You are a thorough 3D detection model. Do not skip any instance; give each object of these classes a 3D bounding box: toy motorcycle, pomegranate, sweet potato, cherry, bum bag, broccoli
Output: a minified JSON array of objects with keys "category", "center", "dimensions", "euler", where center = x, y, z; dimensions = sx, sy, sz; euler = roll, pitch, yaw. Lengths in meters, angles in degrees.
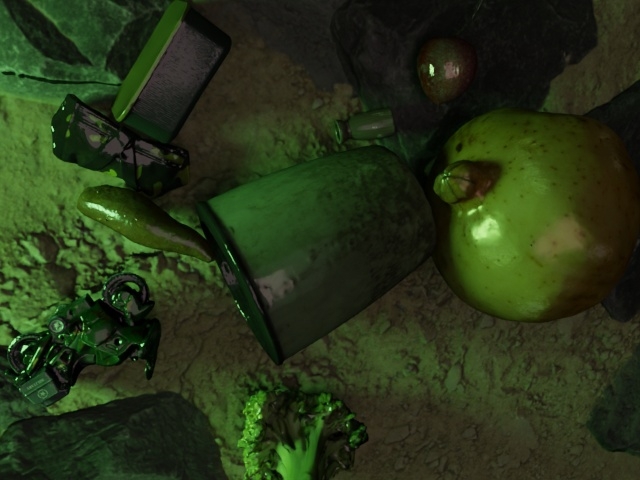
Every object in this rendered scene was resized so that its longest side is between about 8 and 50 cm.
[{"category":"toy motorcycle","center":[-0.384,0.187,1.200],"dimensions":[0.275,0.125,0.187],"euler":[-31,105,-3]},{"category":"pomegranate","center":[0.333,-0.051,1.198],"dimensions":[0.410,0.410,0.410],"euler":[-6,110,-16]},{"category":"sweet potato","center":[-0.277,-0.031,1.134],"dimensions":[0.244,0.077,0.077],"euler":[22,102,9]},{"category":"cherry","center":[0.226,-0.347,1.227],"dimensions":[0.107,0.090,0.225],"euler":[9,96,-4]},{"category":"bum bag","center":[-0.317,-0.141,1.135],"dimensions":[0.233,0.060,0.106],"euler":[27,108,-22]},{"category":"broccoli","center":[-0.031,0.392,1.311],"dimensions":[0.247,0.243,0.262],"euler":[-17,108,3]}]

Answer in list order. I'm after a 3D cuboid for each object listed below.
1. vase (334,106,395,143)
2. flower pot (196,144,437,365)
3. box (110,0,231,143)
[{"category":"vase","center":[0.077,-0.200,1.245],"dimensions":[0.101,0.053,0.053],"euler":[-13,112,-9]},{"category":"flower pot","center":[0.000,0.000,1.167],"dimensions":[0.330,0.293,0.293],"euler":[-28,115,-11]},{"category":"box","center":[-0.227,-0.254,1.079],"dimensions":[0.090,0.144,0.201],"euler":[30,96,-28]}]
